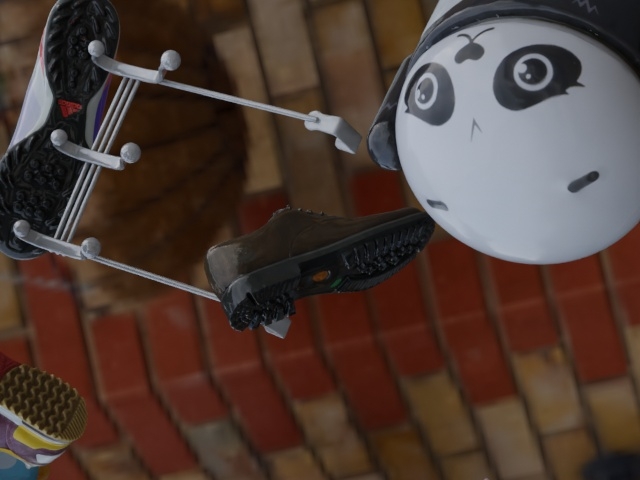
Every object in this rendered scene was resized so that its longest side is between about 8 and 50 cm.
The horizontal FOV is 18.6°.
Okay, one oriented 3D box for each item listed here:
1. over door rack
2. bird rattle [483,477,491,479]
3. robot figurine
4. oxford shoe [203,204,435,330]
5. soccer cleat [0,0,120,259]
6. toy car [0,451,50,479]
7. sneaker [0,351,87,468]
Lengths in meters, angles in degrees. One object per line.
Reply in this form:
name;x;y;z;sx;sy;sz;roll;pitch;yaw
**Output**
over door rack;-0.149;-0.067;2.079;0.239;0.324;0.108;-68;-19;-10
bird rattle;0.122;0.352;2.206;0.143;0.207;0.253;53;-175;2
robot figurine;0.147;-0.112;1.215;0.278;0.173;0.209;-64;0;-43
oxford shoe;0.000;0.000;1.756;0.096;0.227;0.083;56;146;31
soccer cleat;-0.303;-0.131;2.272;0.116;0.108;0.318;-168;93;-84
toy car;-0.319;0.221;1.909;0.238;0.210;0.219;-38;-27;-50
sneaker;-0.270;0.111;1.478;0.185;0.084;0.069;38;-140;-13
